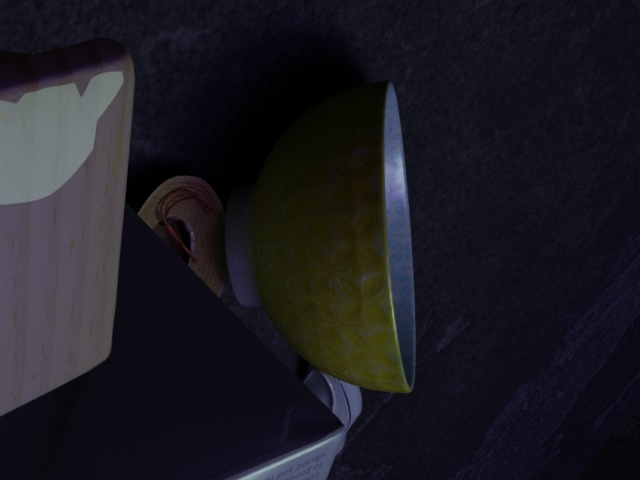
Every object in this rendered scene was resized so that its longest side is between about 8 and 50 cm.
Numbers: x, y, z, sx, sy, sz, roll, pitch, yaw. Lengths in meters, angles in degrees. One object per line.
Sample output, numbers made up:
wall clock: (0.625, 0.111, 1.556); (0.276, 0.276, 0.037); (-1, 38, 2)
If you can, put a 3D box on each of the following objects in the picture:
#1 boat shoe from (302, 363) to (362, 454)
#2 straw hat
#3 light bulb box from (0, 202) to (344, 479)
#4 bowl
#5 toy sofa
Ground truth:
boat shoe: (-0.003, 0.227, 1.275); (0.076, 0.083, 0.226); (-32, 145, -28)
straw hat: (-0.145, 0.011, 0.887); (0.144, 0.061, 0.144); (-21, 115, -52)
light bulb box: (-0.215, 0.174, 0.696); (0.225, 0.358, 0.361); (-14, 133, -41)
bowl: (0.000, 0.000, 0.935); (0.156, 0.289, 0.289); (-3, 145, 9)
toy sofa: (-0.251, -0.066, 0.389); (0.177, 0.363, 0.150); (-28, 144, -41)
